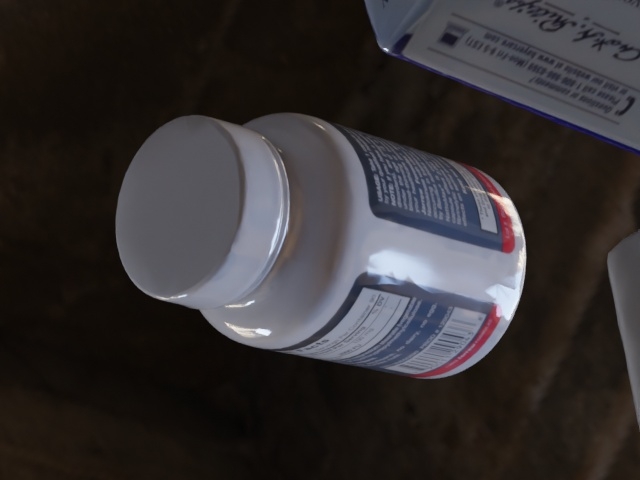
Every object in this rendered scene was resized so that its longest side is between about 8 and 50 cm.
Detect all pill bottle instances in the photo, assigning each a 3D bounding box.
[{"bbox_3d":[0.000,0.000,0.907,0.180,0.108,0.108,15,113,-46],"label":"pill bottle"}]

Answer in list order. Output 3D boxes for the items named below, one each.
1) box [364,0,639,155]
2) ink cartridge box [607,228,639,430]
[{"bbox_3d":[0.071,-0.086,0.467,0.126,0.137,0.072,20,124,-25],"label":"box"},{"bbox_3d":[0.157,0.067,0.221,0.197,0.273,0.114,-34,122,24],"label":"ink cartridge box"}]
